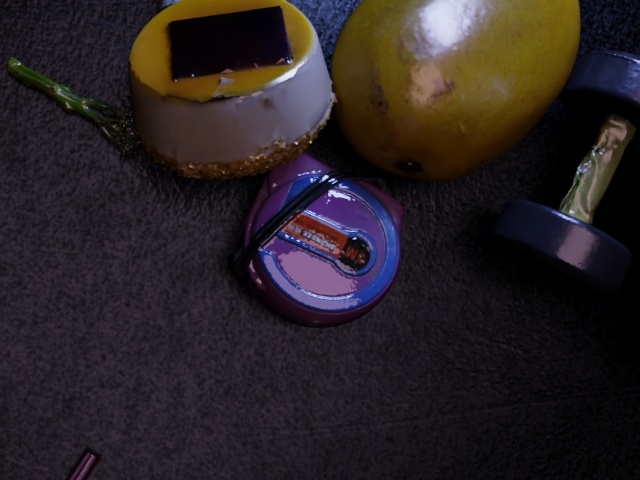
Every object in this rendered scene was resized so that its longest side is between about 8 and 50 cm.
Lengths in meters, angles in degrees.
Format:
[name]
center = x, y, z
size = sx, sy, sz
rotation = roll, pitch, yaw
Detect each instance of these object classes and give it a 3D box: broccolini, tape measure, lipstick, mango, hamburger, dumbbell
[broccolini]
center = -0.340, -0.197, 1.296
size = 0.216, 0.058, 0.067
rotation = 32, 83, -8
[tape measure]
center = 0.000, 0.000, 1.320
size = 0.231, 0.149, 0.245
rotation = 27, 73, -7
[lipstick]
center = -0.360, 0.367, 1.270
size = 0.027, 0.027, 0.176
rotation = 34, 81, -8
[mango]
center = 0.207, -0.273, 1.342
size = 0.300, 0.232, 0.446
rotation = 47, 68, -5
[hamburger]
center = -0.120, -0.202, 1.247
size = 0.276, 0.179, 0.294
rotation = -12, 48, -3
[dumbbell]
center = 0.405, -0.094, 1.370
size = 0.204, 0.204, 0.322
rotation = 28, 87, -10

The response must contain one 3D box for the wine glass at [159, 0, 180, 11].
[wine glass]
center = -0.187, -0.398, 1.341
size = 0.073, 0.073, 0.155
rotation = 7, 81, -12
